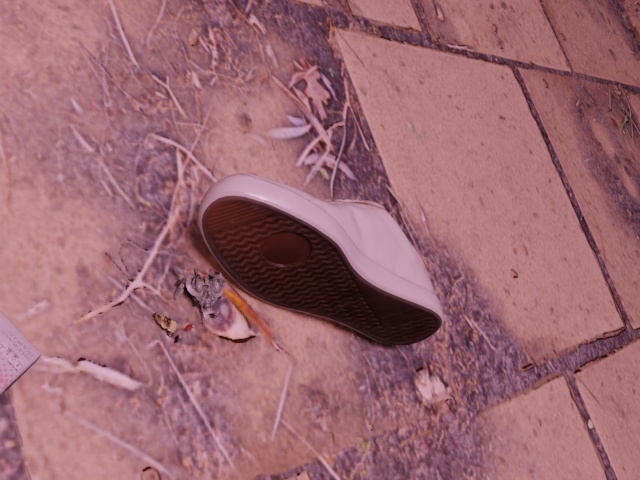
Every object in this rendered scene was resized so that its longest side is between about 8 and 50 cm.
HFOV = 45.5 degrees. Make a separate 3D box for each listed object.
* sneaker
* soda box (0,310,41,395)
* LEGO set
[{"bbox_3d":[0.000,0.000,0.720,0.290,0.106,0.123,33,37,-39],"label":"sneaker"},{"bbox_3d":[-0.258,0.029,0.452,0.183,0.058,0.063,51,41,-12],"label":"soda box"},{"bbox_3d":[-0.101,0.048,0.631,0.054,0.023,0.083,38,44,-25],"label":"LEGO set"}]
